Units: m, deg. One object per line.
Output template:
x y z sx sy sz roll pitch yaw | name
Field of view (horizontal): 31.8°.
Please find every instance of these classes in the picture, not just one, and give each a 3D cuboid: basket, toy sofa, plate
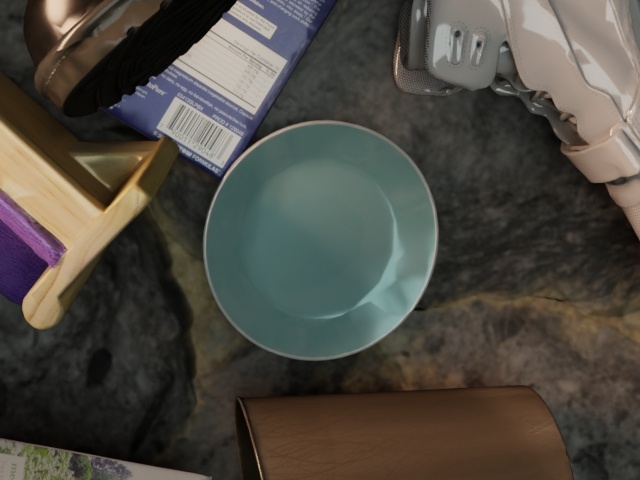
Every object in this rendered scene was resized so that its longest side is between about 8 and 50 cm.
0.064 0.193 0.851 0.226 0.154 0.204 -11 101 -11 | basket
-0.283 -0.099 0.735 0.362 0.150 0.177 43 102 -12 | toy sofa
0.000 0.000 0.868 0.188 0.024 0.188 -3 102 -15 | plate

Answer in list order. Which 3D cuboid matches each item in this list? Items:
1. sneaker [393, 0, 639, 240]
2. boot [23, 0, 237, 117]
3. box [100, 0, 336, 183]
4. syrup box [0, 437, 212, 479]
0.177 -0.107 0.838 0.210 0.137 0.366 -18 95 -6 | sneaker
-0.136 -0.265 0.715 0.260 0.131 0.348 38 64 -2 | boot
-0.070 -0.173 0.834 0.136 0.036 0.225 32 93 -12 | box
-0.200 0.193 0.777 0.236 0.096 0.093 20 67 -36 | syrup box
